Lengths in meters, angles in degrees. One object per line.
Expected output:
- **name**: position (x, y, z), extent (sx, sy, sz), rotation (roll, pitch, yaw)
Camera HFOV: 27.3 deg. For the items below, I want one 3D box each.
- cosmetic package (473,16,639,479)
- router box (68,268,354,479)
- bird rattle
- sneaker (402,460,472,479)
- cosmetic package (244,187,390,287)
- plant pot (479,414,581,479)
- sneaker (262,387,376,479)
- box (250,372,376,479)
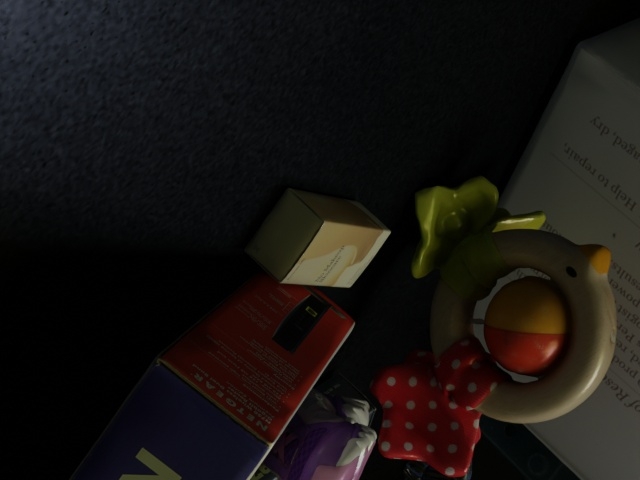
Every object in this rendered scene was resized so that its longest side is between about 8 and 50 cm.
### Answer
- **cosmetic package**: position (0.380, 0.011, 1.300), extent (0.329, 0.327, 0.394), rotation (-27, 150, -40)
- **router box**: position (-0.123, 0.189, 0.883), extent (0.335, 0.082, 0.301), rotation (-54, 177, 13)
- **bird rattle**: position (0.145, 0.077, 1.117), extent (0.143, 0.206, 0.254), rotation (22, 76, -54)
- **sneaker**: position (0.156, 0.300, 1.696), extent (0.087, 0.083, 0.221), rotation (-51, 166, -29)
- **cosmetic package**: position (0.000, 0.000, 0.979), extent (0.060, 0.041, 0.115), rotation (-55, 156, 15)
- **plant pot**: position (0.310, 0.194, 1.597), extent (0.252, 0.247, 0.248), rotation (13, 117, -54)
- **sneaker**: position (-0.018, 0.166, 1.064), extent (0.095, 0.104, 0.236), rotation (-63, -177, 3)
- **box**: position (-0.062, 0.246, 1.232), extent (0.232, 0.059, 0.183), rotation (-30, 150, -35)
